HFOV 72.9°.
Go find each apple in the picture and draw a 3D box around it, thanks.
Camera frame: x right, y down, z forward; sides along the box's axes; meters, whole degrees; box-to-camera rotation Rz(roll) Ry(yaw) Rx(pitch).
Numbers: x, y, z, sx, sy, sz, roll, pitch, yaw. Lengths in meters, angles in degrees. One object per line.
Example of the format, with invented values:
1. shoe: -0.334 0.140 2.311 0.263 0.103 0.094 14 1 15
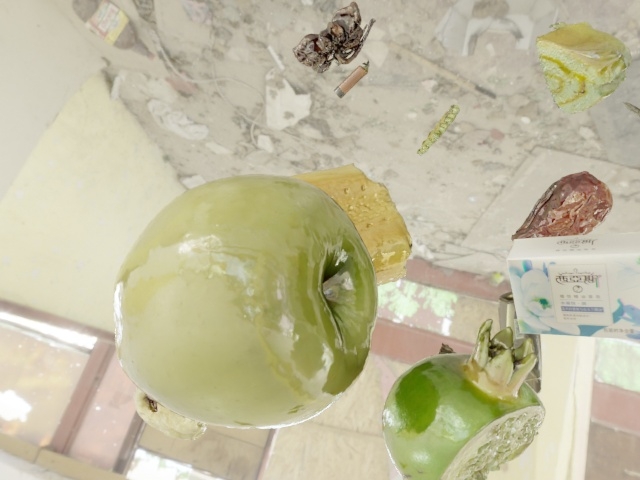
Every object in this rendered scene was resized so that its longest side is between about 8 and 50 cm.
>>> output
1. apple: -0.129 0.103 0.778 0.473 0.474 0.474 16 161 6

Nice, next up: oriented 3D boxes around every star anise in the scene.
1. star anise: 0.039 -0.557 1.224 0.220 0.126 0.190 -33 163 34

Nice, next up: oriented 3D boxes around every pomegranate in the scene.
1. pomegranate: 0.263 0.300 0.822 0.309 0.359 0.216 0 -156 -30

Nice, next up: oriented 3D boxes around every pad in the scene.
1. pad: 0.813 -0.243 1.005 0.174 0.022 0.233 -10 -128 -48

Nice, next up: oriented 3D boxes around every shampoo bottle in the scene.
1. shampoo bottle: 0.661 0.342 1.424 0.125 0.350 0.084 -16 -167 -9

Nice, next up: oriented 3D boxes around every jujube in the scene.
1. jujube: 0.833 -0.077 1.510 0.216 0.216 0.342 32 114 -35

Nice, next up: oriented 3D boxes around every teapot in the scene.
1. teapot: 0.315 0.283 1.063 0.080 0.085 0.110 17 -158 21

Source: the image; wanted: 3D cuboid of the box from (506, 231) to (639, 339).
1. box: 0.572 0.099 0.947 0.274 0.116 0.203 -4 113 36

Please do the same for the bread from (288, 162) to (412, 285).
1. bread: 0.000 0.000 1.179 0.394 0.361 0.250 -17 154 -18

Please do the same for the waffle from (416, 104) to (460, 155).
1. waffle: 0.381 -0.353 1.405 0.036 0.169 0.183 37 169 1

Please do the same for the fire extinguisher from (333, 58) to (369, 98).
1. fire extinguisher: 0.061 -0.300 0.802 0.083 0.022 0.028 -39 166 22

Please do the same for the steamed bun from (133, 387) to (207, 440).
1. steamed bun: -0.297 0.346 0.923 0.155 0.140 0.172 49 131 20

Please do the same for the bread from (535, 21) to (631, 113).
1. bread: 0.447 -0.299 0.728 0.156 0.103 0.110 52 170 -20
